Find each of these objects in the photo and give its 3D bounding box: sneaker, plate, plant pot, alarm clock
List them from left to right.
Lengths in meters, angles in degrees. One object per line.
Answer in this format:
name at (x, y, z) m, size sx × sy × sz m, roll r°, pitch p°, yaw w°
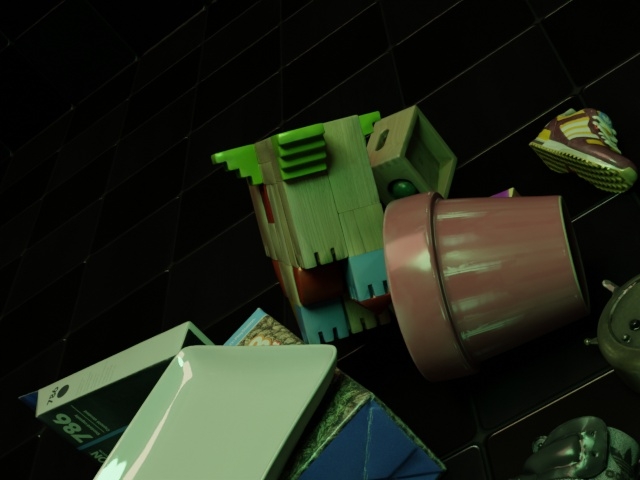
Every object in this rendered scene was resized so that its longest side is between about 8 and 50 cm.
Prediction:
plate at (-0.122, 0.226, 1.059) m, size 0.277 × 0.045 × 0.278 m, roll -8°, pitch 43°, yaw 49°
plant pot at (0.181, 0.035, 1.111) m, size 0.180 × 0.201 × 0.201 m, roll -13°, pitch 36°, yaw 18°
sneaker at (0.325, -0.117, 1.251) m, size 0.084 × 0.069 × 0.185 m, roll -49°, pitch 29°, yaw -2°
sneaker at (0.234, 0.227, 0.841) m, size 0.153 × 0.101 × 0.268 m, roll -55°, pitch 27°, yaw -18°
alarm clock at (0.333, 0.085, 0.967) m, size 0.129 × 0.064 × 0.192 m, roll -46°, pitch 31°, yaw -7°

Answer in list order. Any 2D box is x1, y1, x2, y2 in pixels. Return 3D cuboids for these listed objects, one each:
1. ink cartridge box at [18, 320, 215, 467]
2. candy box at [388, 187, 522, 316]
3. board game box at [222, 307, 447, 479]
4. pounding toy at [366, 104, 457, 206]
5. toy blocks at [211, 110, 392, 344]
ink cartridge box at (-0.247, 0.229, 1.396) m, size 0.332 × 0.165 × 0.065 m, roll -25°, pitch 33°, yaw 31°
candy box at (0.165, 0.017, 1.286) m, size 0.186 × 0.053 × 0.109 m, roll -23°, pitch 33°, yaw 34°
board game box at (-0.048, 0.239, 1.149) m, size 0.232 × 0.141 × 0.291 m, roll -47°, pitch 28°, yaw -9°
pounding toy at (0.102, -0.095, 1.442) m, size 0.100 × 0.130 × 0.141 m, roll -20°, pitch 35°, yaw 36°
toy blocks at (0.000, 0.000, 1.238) m, size 0.190 × 0.261 × 0.381 m, roll -15°, pitch 5°, yaw -10°
